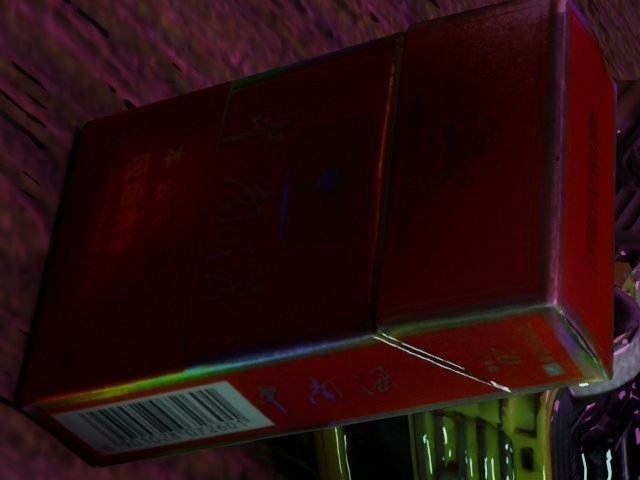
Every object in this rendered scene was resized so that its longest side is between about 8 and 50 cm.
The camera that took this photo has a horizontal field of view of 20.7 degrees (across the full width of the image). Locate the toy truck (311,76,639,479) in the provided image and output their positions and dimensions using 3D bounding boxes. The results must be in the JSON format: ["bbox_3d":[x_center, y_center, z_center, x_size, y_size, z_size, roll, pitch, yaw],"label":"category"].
[{"bbox_3d":[0.088,0.025,0.707,0.272,0.157,0.124,-46,135,-49],"label":"toy truck"}]

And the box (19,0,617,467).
[{"bbox_3d":[0.000,-0.001,0.523,0.048,0.175,0.112,48,38,-43],"label":"box"}]
